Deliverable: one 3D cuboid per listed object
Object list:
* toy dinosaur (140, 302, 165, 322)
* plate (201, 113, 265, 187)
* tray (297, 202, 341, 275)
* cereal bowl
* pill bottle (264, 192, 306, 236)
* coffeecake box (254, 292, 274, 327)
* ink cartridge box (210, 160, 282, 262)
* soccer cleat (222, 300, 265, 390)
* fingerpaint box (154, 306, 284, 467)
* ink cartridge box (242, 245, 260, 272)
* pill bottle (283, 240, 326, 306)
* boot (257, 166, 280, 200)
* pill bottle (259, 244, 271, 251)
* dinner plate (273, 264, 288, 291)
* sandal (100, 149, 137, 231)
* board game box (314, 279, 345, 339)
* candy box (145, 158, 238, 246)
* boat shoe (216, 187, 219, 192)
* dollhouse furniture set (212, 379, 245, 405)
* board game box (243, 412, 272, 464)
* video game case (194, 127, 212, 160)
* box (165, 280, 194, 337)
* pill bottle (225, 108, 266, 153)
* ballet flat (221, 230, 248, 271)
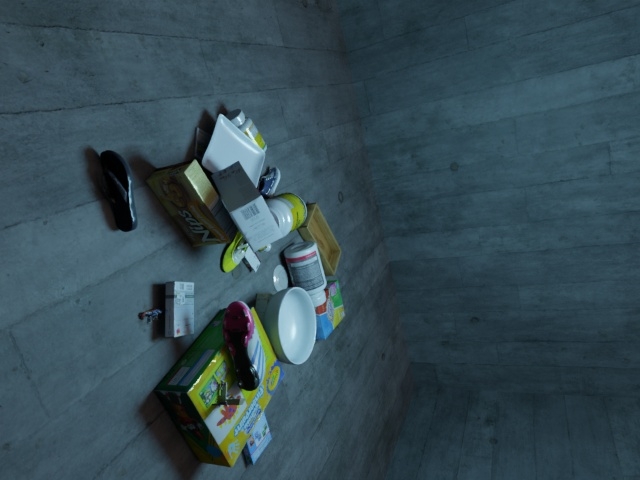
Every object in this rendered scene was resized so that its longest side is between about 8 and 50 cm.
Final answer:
[{"bbox_3d":[-0.561,0.244,1.479,0.082,0.047,0.090,35,20,-46],"label":"toy dinosaur"},{"bbox_3d":[-0.360,-0.336,1.843,0.278,0.045,0.277,37,49,-39],"label":"plate"},{"bbox_3d":[0.000,0.000,2.596,0.411,0.076,0.203,62,33,-39],"label":"tray"},{"bbox_3d":[-0.153,0.376,1.974,0.339,0.141,0.339,18,69,-62],"label":"cereal bowl"},{"bbox_3d":[-0.195,-0.109,2.047,0.334,0.188,0.188,-42,122,-69],"label":"pill bottle"},{"bbox_3d":[-0.240,0.349,2.043,0.142,0.068,0.185,41,49,-55],"label":"coffeecake box"},{"bbox_3d":[-0.269,-0.109,1.686,0.309,0.130,0.272,54,-9,49],"label":"ink cartridge box"},{"bbox_3d":[-0.270,0.369,1.596,0.143,0.116,0.331,-34,116,-77],"label":"soccer cleat"},{"bbox_3d":[-0.352,0.532,1.673,0.445,0.163,0.371,-56,132,-52],"label":"fingerpaint box"},{"bbox_3d":[-0.316,0.085,1.992,0.115,0.029,0.063,64,32,-36],"label":"ink cartridge box"},{"bbox_3d":[-0.068,0.178,2.303,0.176,0.176,0.318,-42,122,-58],"label":"pill bottle"},{"bbox_3d":[-0.252,-0.291,2.153,0.086,0.069,0.190,49,45,-54],"label":"boot"},{"bbox_3d":[-0.278,0.013,2.042,0.116,0.065,0.065,35,54,-57],"label":"pill bottle"},{"bbox_3d":[-0.194,0.192,2.229,0.141,0.017,0.141,28,59,-60],"label":"dinner plate"},{"bbox_3d":[-0.619,-0.149,1.356,0.054,0.097,0.254,-30,112,-61],"label":"sandal"},{"bbox_3d":[0.038,0.398,2.595,0.316,0.064,0.242,-35,116,-61],"label":"board game box"},{"bbox_3d":[-0.451,-0.123,1.590,0.316,0.183,0.087,63,34,-35],"label":"candy box"},{"bbox_3d":[-0.380,-0.262,1.888,0.081,0.069,0.227,60,37,-24],"label":"boat shoe"},{"bbox_3d":[-0.290,0.510,1.497,0.091,0.114,0.081,24,59,-56],"label":"dollhouse furniture set"},{"bbox_3d":[-0.283,0.807,1.891,0.160,0.039,0.211,-37,118,-60],"label":"board game box"},{"bbox_3d":[-0.474,-0.382,1.794,0.087,0.011,0.122,24,64,-61],"label":"video game case"},{"bbox_3d":[-0.491,0.239,1.556,0.145,0.038,0.186,32,55,-78],"label":"box"},{"bbox_3d":[-0.335,-0.471,1.971,0.208,0.118,0.117,59,36,-41],"label":"pill bottle"},{"bbox_3d":[-0.346,0.035,1.886,0.077,0.077,0.231,61,34,-39],"label":"ballet flat"}]
